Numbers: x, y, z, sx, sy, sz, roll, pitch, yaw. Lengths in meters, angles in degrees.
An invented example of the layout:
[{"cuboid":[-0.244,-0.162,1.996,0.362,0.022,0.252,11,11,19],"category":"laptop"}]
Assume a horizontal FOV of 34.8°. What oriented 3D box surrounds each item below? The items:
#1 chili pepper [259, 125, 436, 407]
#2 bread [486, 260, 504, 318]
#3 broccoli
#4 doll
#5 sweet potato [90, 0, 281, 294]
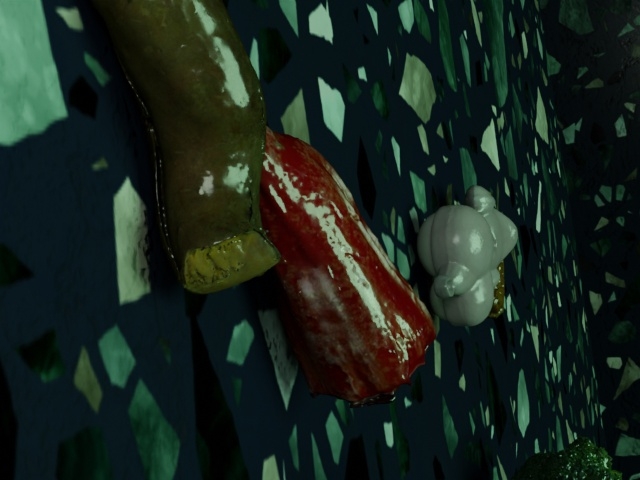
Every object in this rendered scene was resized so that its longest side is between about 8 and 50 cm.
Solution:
[{"cuboid":[0.000,0.000,0.836,0.144,0.136,0.253,-43,118,-34],"category":"chili pepper"},{"cuboid":[0.260,0.046,1.578,0.052,0.044,0.157,46,40,-53],"category":"bread"},{"cuboid":[0.340,0.402,1.369,0.265,0.245,0.294,-53,174,-37],"category":"broccoli"},{"cuboid":[0.202,0.015,1.372,0.365,0.094,0.160,-31,119,-67],"category":"doll"},{"cuboid":[-0.090,-0.103,0.654,0.112,0.085,0.286,-48,127,-58],"category":"sweet potato"}]
